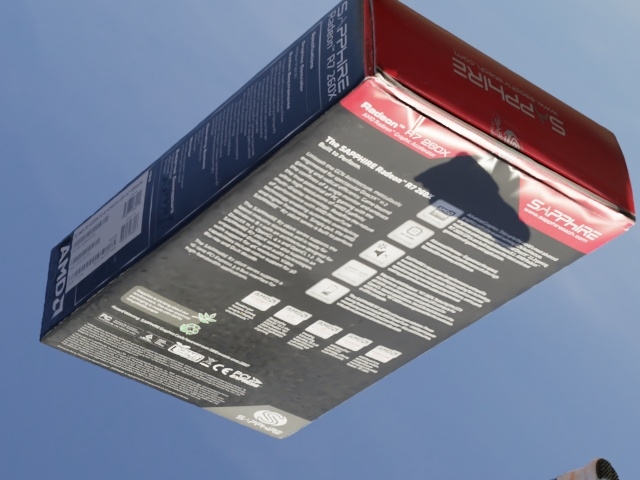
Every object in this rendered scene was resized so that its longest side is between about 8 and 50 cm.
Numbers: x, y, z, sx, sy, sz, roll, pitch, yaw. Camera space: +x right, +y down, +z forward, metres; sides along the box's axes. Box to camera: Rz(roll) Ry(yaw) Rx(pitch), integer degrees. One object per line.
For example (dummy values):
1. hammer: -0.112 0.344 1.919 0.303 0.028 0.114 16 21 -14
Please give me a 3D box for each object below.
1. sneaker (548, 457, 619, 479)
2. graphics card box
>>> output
1. sneaker: 0.170 0.168 0.927 0.109 0.043 0.040 52 -151 -37
2. graphics card box: 0.000 0.000 1.063 0.232 0.371 0.094 25 -134 -31
